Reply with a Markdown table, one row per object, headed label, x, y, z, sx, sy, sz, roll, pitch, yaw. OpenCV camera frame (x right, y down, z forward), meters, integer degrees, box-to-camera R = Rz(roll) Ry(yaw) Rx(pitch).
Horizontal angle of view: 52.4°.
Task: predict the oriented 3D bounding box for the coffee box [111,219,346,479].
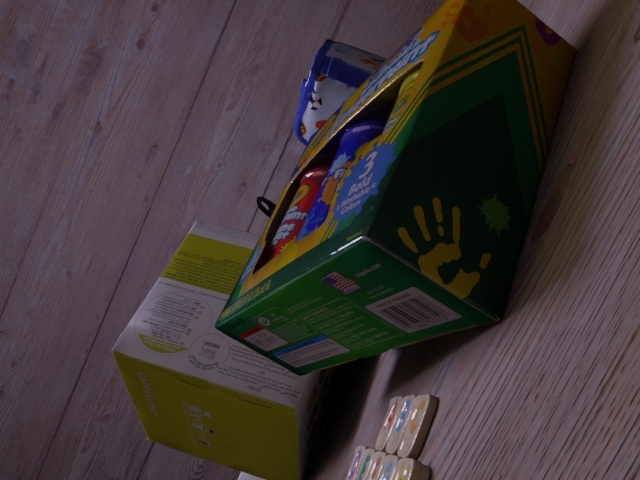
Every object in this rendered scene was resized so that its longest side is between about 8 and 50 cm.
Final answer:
| label | x | y | z | sx | sy | sz | roll | pitch | yaw |
| --- | --- | --- | --- | --- | --- | --- | --- | --- | --- |
| coffee box | -0.141 | 0.220 | 1.252 | 0.337 | 0.338 | 0.334 | 91 | -162 | -48 |

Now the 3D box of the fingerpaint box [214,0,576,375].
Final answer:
| label | x | y | z | sx | sy | sz | roll | pitch | yaw |
| --- | --- | --- | --- | --- | --- | --- | --- | --- | --- |
| fingerpaint box | 0.068 | -0.051 | 0.829 | 0.445 | 0.163 | 0.371 | -33 | 28 | 59 |

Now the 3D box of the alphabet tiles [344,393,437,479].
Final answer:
| label | x | y | z | sx | sy | sz | roll | pitch | yaw |
| --- | --- | --- | --- | --- | --- | --- | --- | --- | --- |
| alphabet tiles | 0.046 | 0.294 | 0.692 | 0.284 | 0.021 | 0.278 | 116 | 179 | -74 |

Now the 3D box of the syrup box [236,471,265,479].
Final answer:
| label | x | y | z | sx | sy | sz | roll | pitch | yaw |
| --- | --- | --- | --- | --- | --- | --- | --- | --- | --- |
| syrup box | -0.157 | 0.608 | 1.780 | 0.093 | 0.096 | 0.236 | 113 | -179 | -55 |

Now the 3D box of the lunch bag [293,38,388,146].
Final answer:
| label | x | y | z | sx | sy | sz | roll | pitch | yaw |
| --- | --- | --- | --- | --- | --- | --- | --- | --- | --- |
| lunch bag | 0.123 | -0.258 | 1.335 | 0.385 | 0.328 | 0.238 | -129 | 59 | -87 |

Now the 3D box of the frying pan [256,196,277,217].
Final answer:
| label | x | y | z | sx | sy | sz | roll | pitch | yaw |
| --- | --- | --- | --- | --- | --- | --- | --- | --- | --- |
| frying pan | -0.019 | -0.033 | 1.409 | 0.326 | 0.053 | 0.197 | 64 | -142 | -39 |
